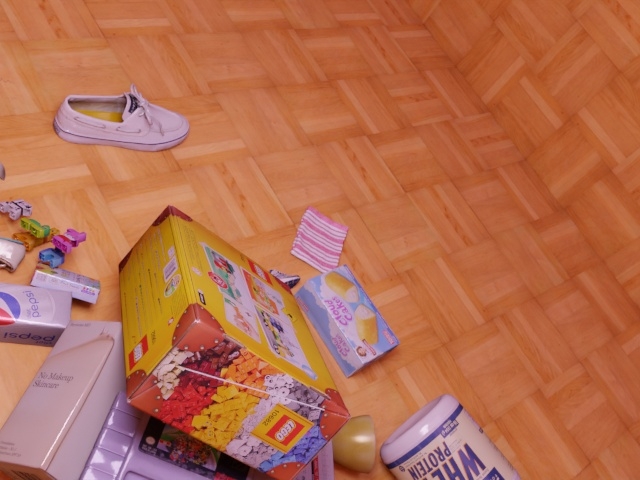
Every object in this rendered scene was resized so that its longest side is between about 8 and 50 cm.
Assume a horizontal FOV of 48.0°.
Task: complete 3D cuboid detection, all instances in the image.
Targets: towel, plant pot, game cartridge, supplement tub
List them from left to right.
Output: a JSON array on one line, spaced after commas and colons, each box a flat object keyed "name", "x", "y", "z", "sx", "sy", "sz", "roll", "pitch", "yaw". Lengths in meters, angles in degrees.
[{"name": "game cartridge", "x": -0.254, "y": 0.445, "z": 1.334, "sx": 0.355, "sy": 0.068, "sz": 0.230, "roll": 27, "pitch": 60, "yaw": -15}, {"name": "towel", "x": 0.000, "y": 0.000, "z": 2.065, "sx": 0.144, "sy": 0.029, "sz": 0.197, "roll": 29, "pitch": 46, "yaw": -11}, {"name": "plant pot", "x": 0.066, "y": 0.475, "z": 1.684, "sx": 0.095, "sy": 0.134, "sz": 0.134, "roll": 5, "pitch": 53, "yaw": -11}, {"name": "supplement tub", "x": 0.323, "y": 0.557, "z": 1.705, "sx": 0.325, "sy": 0.235, "sz": 0.235, "roll": 50, "pitch": 45, "yaw": 9}]

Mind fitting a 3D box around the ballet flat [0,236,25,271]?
[{"name": "ballet flat", "x": -0.757, "y": 0.010, "z": 1.522, "sx": 0.248, "sy": 0.086, "sz": 0.086, "roll": 18, "pitch": 49, "yaw": -23}]

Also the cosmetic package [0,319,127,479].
[{"name": "cosmetic package", "x": -0.473, "y": 0.309, "z": 1.375, "sx": 0.113, "sy": 0.160, "sz": 0.309, "roll": 60, "pitch": 38, "yaw": -40}]

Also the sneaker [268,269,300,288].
[{"name": "sneaker", "x": -0.113, "y": 0.100, "z": 1.898, "sx": 0.135, "sy": 0.052, "sz": 0.058, "roll": -7, "pitch": 57, "yaw": -37}]

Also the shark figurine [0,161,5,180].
[{"name": "shark figurine", "x": -0.812, "y": -0.139, "z": 1.596, "sx": 0.116, "sy": 0.166, "sz": 0.278, "roll": 10, "pitch": 57, "yaw": 10}]

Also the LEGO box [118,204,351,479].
[{"name": "LEGO box", "x": -0.195, "y": 0.187, "z": 1.452, "sx": 0.372, "sy": 0.193, "sz": 0.500, "roll": 37, "pitch": 10, "yaw": -28}]

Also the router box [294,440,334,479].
[{"name": "router box", "x": -0.119, "y": 0.480, "z": 1.578, "sx": 0.301, "sy": 0.082, "sz": 0.336, "roll": 16, "pitch": 50, "yaw": -23}]

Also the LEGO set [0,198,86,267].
[{"name": "LEGO set", "x": -0.611, "y": -0.015, "z": 1.616, "sx": 0.227, "sy": 0.087, "sz": 0.093, "roll": 29, "pitch": 31, "yaw": 22}]

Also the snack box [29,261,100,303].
[{"name": "snack box", "x": -0.557, "y": 0.092, "z": 1.575, "sx": 0.141, "sy": 0.037, "sz": 0.100, "roll": 21, "pitch": 4, "yaw": -19}]

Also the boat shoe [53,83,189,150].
[{"name": "boat shoe", "x": -0.503, "y": -0.339, "z": 1.897, "sx": 0.367, "sy": 0.156, "sz": 0.136, "roll": 0, "pitch": 57, "yaw": -33}]

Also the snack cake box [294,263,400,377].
[{"name": "snack cake box", "x": 0.069, "y": 0.209, "z": 1.907, "sx": 0.152, "sy": 0.089, "sz": 0.264, "roll": -20, "pitch": 70, "yaw": -43}]

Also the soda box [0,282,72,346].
[{"name": "soda box", "x": -0.662, "y": 0.145, "z": 1.462, "sx": 0.286, "sy": 0.098, "sz": 0.091, "roll": 11, "pitch": 52, "yaw": -28}]
